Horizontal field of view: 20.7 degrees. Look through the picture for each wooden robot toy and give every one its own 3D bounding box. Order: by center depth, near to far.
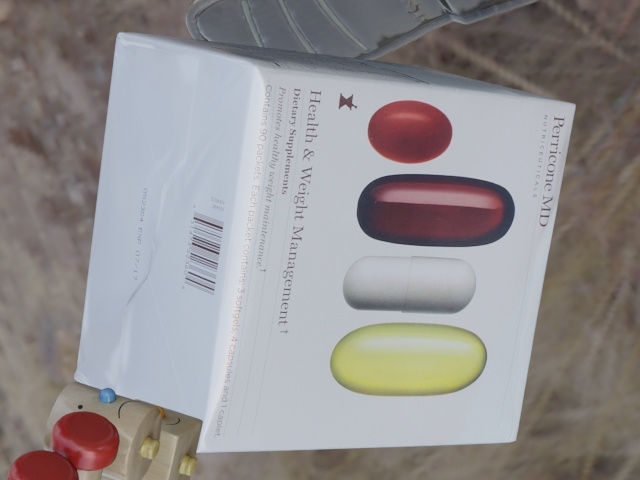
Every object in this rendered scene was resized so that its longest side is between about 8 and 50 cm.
[{"bbox_3d":[-0.103,0.082,0.557,0.079,0.173,0.076,17,117,15],"label":"wooden robot toy"}]

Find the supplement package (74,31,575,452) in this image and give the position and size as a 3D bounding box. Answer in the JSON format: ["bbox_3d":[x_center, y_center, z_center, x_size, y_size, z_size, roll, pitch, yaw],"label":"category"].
[{"bbox_3d":[0.000,0.000,0.937,0.149,0.203,0.194,21,106,54],"label":"supplement package"}]

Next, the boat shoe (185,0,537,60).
[{"bbox_3d":[0.045,-0.213,1.351,0.307,0.104,0.111,-8,142,21],"label":"boat shoe"}]
